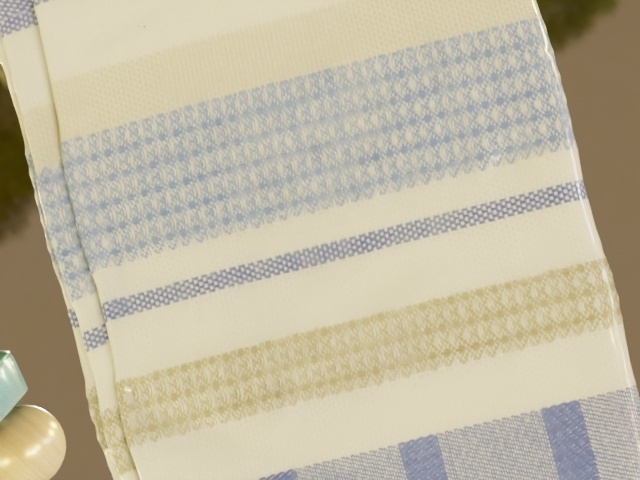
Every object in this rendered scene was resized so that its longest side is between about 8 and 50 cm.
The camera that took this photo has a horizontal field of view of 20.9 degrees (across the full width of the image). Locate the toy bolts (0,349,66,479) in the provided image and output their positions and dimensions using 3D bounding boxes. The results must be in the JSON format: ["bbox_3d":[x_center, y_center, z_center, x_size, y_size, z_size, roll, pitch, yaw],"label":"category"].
[{"bbox_3d":[-0.280,0.159,1.187,0.218,0.158,0.228,-46,-175,30],"label":"toy bolts"}]

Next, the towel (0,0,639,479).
[{"bbox_3d":[0.000,0.000,0.668,0.209,0.285,0.034,-16,176,3],"label":"towel"}]
